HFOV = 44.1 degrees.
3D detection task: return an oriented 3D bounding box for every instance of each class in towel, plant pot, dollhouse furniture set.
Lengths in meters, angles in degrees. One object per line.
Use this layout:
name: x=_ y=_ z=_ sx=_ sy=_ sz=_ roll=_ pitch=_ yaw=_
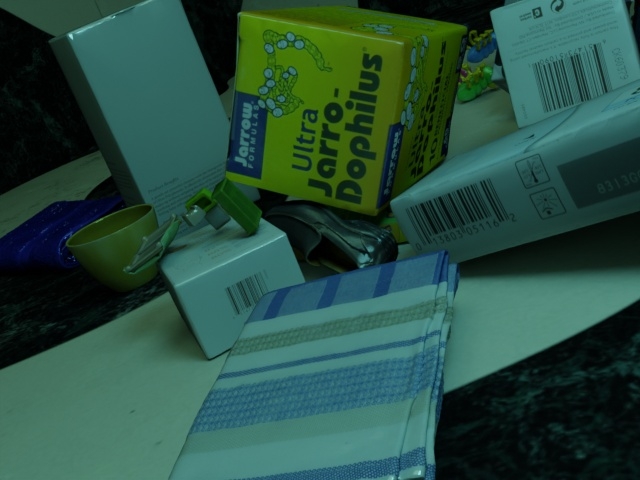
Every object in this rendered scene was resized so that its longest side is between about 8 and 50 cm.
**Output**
towel: x=0.005 y=0.109 z=0.625 sx=0.209 sy=0.034 sz=0.285 roll=-14 pitch=26 yaw=21
towel: x=-0.493 y=-0.018 z=1.511 sx=0.308 sy=0.076 sz=0.227 roll=-5 pitch=24 yaw=41
plant pot: x=-0.286 y=0.018 z=1.147 sx=0.134 sy=0.095 sz=0.134 roll=-19 pitch=19 yaw=7
dollhouse furniture set: x=-0.139 y=-0.004 z=0.870 sx=0.151 sy=0.058 sz=0.076 roll=-35 pitch=21 yaw=21

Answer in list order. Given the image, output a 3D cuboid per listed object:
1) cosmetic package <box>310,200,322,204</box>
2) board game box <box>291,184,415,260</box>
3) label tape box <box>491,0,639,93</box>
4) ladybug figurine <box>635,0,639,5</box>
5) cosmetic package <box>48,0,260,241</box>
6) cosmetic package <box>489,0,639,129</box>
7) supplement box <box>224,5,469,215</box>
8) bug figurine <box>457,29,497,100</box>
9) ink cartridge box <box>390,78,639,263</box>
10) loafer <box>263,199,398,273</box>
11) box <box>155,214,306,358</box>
cosmetic package: x=0.022 y=-0.113 z=1.229 sx=0.098 sy=0.061 sz=0.239 roll=-19 pitch=19 yaw=4
board game box: x=0.040 y=-0.023 z=0.998 sx=0.259 sy=0.039 sz=0.124 roll=-13 pitch=20 yaw=29
label tape box: x=0.435 y=-0.351 z=1.149 sx=0.115 sy=0.249 sz=0.347 roll=20 pitch=-12 yaw=-38
ladybug figurine: x=0.481 y=-0.371 z=0.959 sx=0.305 sy=0.449 sz=0.162 roll=-37 pitch=-8 yaw=-19
cosmetic package: x=-0.268 y=-0.196 z=1.302 sx=0.196 sy=0.366 sz=0.155 roll=-29 pitch=20 yaw=-23
cosmetic package: x=0.319 y=-0.227 z=0.994 sx=0.151 sy=0.152 sz=0.183 roll=-14 pitch=-2 yaw=24
supplement box: x=0.049 y=-0.185 z=1.007 sx=0.195 sy=0.194 sz=0.356 roll=14 pitch=22 yaw=18
bug figurine: x=0.322 y=-0.341 z=1.513 sx=0.216 sy=0.072 sz=0.279 roll=-35 pitch=22 yaw=-4
ink cartridge box: x=0.294 y=-0.122 z=0.800 sx=0.308 sy=0.091 sz=0.385 roll=-22 pitch=12 yaw=48
loafer: x=0.000 y=0.000 z=0.881 sx=0.170 sy=0.062 sz=0.061 roll=16 pitch=44 yaw=31
box: x=-0.103 y=0.041 z=0.888 sx=0.130 sy=0.091 sz=0.170 roll=-26 pitch=19 yaw=-13
